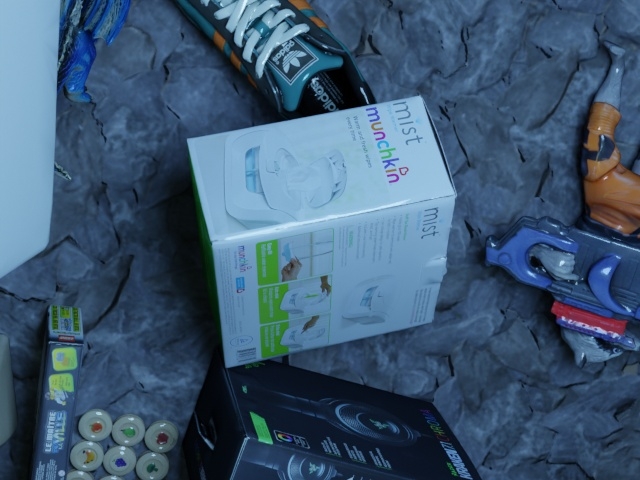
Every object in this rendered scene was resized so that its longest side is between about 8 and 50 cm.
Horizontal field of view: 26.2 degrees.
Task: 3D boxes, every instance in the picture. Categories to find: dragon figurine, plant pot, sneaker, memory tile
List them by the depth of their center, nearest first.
[{"bbox_3d":[-0.229,-0.205,1.277,0.085,0.289,0.144,19,140,-14],"label":"dragon figurine"},{"bbox_3d":[-0.041,-0.200,1.357,0.108,0.121,0.302,-45,109,4],"label":"sneaker"},{"bbox_3d":[-0.372,0.167,1.414,0.109,0.096,0.109,-5,107,-9],"label":"plant pot"},{"bbox_3d":[-0.226,0.259,1.516,0.113,0.012,0.148,13,104,-15],"label":"memory tile"}]

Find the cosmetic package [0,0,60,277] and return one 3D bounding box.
[{"bbox_3d":[-0.459,-0.131,1.103,0.394,0.329,0.327,12,111,13],"label":"cosmetic package"}]

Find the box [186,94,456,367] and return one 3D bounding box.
[{"bbox_3d":[0.000,0.000,1.350,0.231,0.126,0.262,-13,151,-7],"label":"box"}]

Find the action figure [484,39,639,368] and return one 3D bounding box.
[{"bbox_3d":[0.370,-0.003,1.476,0.341,0.178,0.330,26,106,8],"label":"action figure"}]

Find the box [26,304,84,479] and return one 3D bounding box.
[{"bbox_3d":[-0.277,0.183,1.429,0.036,0.114,0.207,6,105,-13],"label":"box"}]

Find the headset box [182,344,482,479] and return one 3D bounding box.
[{"bbox_3d":[-0.002,0.237,1.431,0.283,0.246,0.131,17,103,-14],"label":"headset box"}]
